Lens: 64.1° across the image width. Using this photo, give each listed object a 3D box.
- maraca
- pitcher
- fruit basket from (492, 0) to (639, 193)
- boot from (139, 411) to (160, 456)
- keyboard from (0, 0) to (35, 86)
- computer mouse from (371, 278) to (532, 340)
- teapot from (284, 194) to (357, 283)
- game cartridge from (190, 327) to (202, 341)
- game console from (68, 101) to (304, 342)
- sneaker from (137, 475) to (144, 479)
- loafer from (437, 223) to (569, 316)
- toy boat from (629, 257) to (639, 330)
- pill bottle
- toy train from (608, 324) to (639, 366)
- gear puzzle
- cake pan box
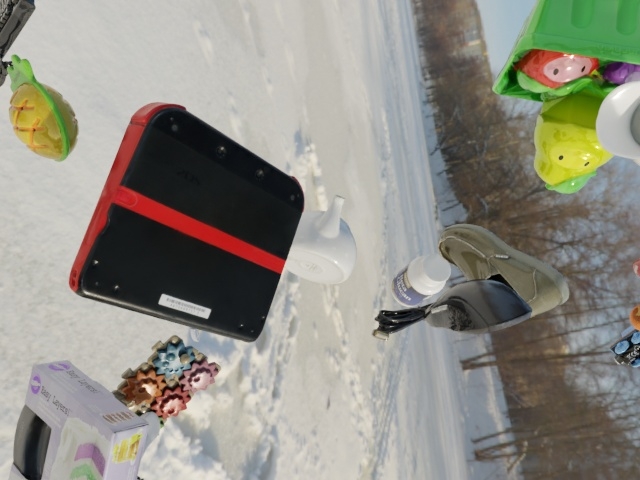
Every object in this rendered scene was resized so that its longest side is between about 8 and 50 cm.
[{"bbox_3d":[-0.487,-0.224,0.883,0.099,0.127,0.186,-33,99,-45],"label":"maraca"},{"bbox_3d":[0.443,-0.134,0.597,0.207,0.177,0.126,-11,112,-48],"label":"pitcher"},{"bbox_3d":[0.543,-0.286,1.035,0.283,0.392,0.392,29,53,-82],"label":"fruit basket"},{"bbox_3d":[-0.370,0.380,0.935,0.190,0.086,0.069,-16,87,-83],"label":"boot"},{"bbox_3d":[-0.603,-0.365,0.952,0.033,0.317,0.202,9,66,-47],"label":"keyboard"},{"bbox_3d":[0.165,0.099,0.735,0.262,0.184,0.060,146,-72,-82],"label":"computer mouse"},{"bbox_3d":[0.000,0.000,1.483,0.252,0.256,0.187,46,54,-42],"label":"teapot"},{"bbox_3d":[-0.350,0.252,1.450,0.083,0.017,0.056,94,10,-56],"label":"game cartridge"},{"bbox_3d":[-0.202,-0.019,0.911,0.386,0.060,0.342,28,78,-43],"label":"game console"},{"bbox_3d":[-0.467,0.579,1.215,0.130,0.147,0.330,71,10,-58],"label":"sneaker"},{"bbox_3d":[0.285,0.049,0.865,0.251,0.087,0.094,32,-27,50],"label":"loafer"},{"bbox_3d":[0.732,0.141,1.083,0.231,0.151,0.151,55,15,-7],"label":"toy boat"},{"bbox_3d":[0.237,0.091,1.209,0.169,0.094,0.094,123,-32,-63],"label":"pill bottle"},{"bbox_3d":[0.845,0.253,1.334,0.080,0.184,0.105,41,31,5],"label":"toy train"},{"bbox_3d":[-0.370,0.352,1.050,0.044,0.339,0.175,41,-7,50],"label":"gear puzzle"},{"bbox_3d":[-0.392,0.349,0.804,0.070,0.266,0.246,12,95,-54],"label":"cake pan box"}]
